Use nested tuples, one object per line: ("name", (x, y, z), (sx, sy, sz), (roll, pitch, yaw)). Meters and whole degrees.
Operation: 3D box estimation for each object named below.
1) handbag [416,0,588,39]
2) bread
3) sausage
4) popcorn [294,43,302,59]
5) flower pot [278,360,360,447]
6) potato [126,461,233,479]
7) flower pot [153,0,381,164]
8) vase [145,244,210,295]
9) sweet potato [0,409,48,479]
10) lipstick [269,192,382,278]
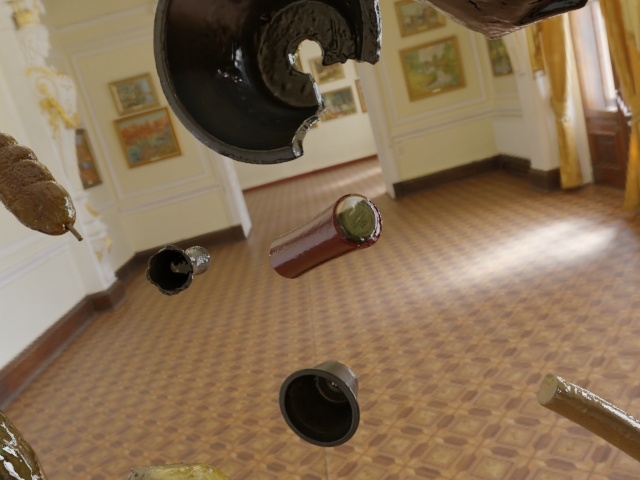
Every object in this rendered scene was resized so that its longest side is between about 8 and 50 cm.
("handbag", (0.130, -0.273, 0.582), (0.223, 0.080, 0.247), (15, 10, -8))
("bread", (-0.631, -0.107, 1.278), (0.124, 0.344, 0.084), (-44, -14, -16))
("sausage", (0.500, 0.319, 0.967), (0.066, 0.301, 0.066), (-58, 3, 5))
("popcorn", (-0.159, -0.518, 1.459), (0.237, 0.251, 0.206), (24, 14, -16))
("flower pot", (0.018, 0.428, 1.623), (0.235, 0.235, 0.148), (-9, 13, 24))
("potato", (-0.236, 0.507, 1.092), (0.300, 0.140, 0.173), (20, 31, 21))
("flower pot", (-0.066, -0.335, 0.999), (0.379, 0.379, 0.251), (-10, 10, 20))
("vase", (-0.332, 0.062, 1.426), (0.115, 0.115, 0.237), (-14, 2, 3))
("sweet potato", (-0.451, 0.385, 0.841), (0.130, 0.423, 0.130), (-29, 1, 0))
("lipstick", (0.000, 0.000, 0.876), (0.080, 0.080, 0.241), (-22, -3, -30))
